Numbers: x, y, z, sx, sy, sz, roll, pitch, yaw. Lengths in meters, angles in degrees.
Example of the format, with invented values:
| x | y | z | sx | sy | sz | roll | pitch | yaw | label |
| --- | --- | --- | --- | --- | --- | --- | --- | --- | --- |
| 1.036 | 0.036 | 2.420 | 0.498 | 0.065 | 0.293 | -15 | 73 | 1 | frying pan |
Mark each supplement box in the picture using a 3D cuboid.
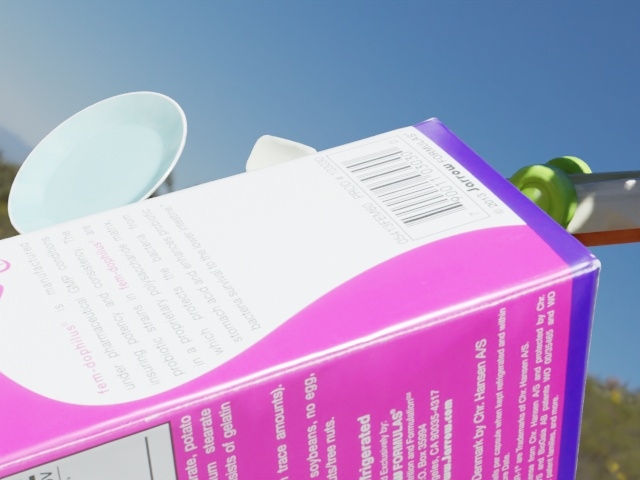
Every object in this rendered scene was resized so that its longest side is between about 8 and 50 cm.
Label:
| x | y | z | sx | sy | sz | roll | pitch | yaw | label |
| --- | --- | --- | --- | --- | --- | --- | --- | --- | --- |
| -0.031 | 0.053 | 0.468 | 0.111 | 0.220 | 0.114 | -130 | -148 | -49 | supplement box |

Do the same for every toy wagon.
| x | y | z | sx | sy | sz | roll | pitch | yaw | label |
| --- | --- | --- | --- | --- | --- | --- | --- | --- | --- |
| 0.170 | -0.034 | 1.201 | 0.344 | 0.068 | 0.267 | -2 | 4 | 40 | toy wagon |

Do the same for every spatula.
| x | y | z | sx | sy | sz | roll | pitch | yaw | label |
| --- | --- | --- | --- | --- | --- | --- | --- | --- | --- |
| 0.000 | 0.000 | 1.395 | 0.242 | 0.168 | 0.019 | 23 | -1 | 33 | spatula |

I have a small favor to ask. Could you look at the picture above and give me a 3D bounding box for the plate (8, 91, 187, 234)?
| x | y | z | sx | sy | sz | roll | pitch | yaw | label |
| --- | --- | --- | --- | --- | --- | --- | --- | --- | --- |
| -0.202 | -0.064 | 1.267 | 0.188 | 0.188 | 0.024 | 35 | -16 | 48 | plate |
